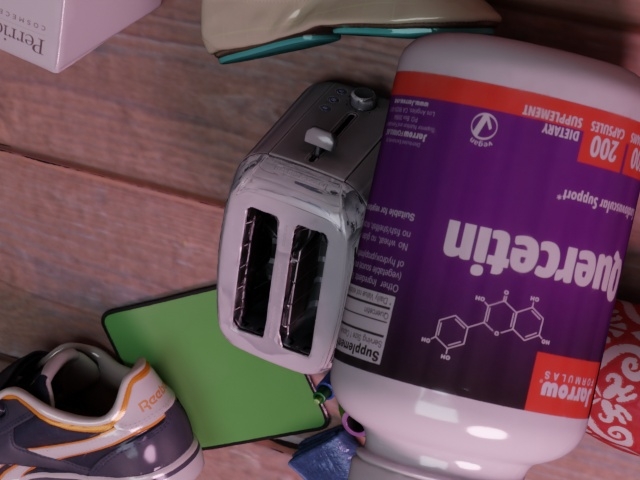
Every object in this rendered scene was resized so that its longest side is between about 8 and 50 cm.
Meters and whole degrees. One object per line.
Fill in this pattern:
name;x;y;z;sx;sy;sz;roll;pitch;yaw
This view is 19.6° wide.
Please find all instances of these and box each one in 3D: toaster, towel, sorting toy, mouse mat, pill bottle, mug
toaster;0.000;0.000;1.412;0.129;0.146;0.227;22;125;18
towel;0.029;0.218;1.592;0.067;0.029;0.119;-29;99;37
sorting toy;0.025;0.128;1.536;0.061;0.042;0.102;9;120;25
mouse mat;-0.094;0.113;1.617;0.190;0.007;0.152;-13;109;35
pill bottle;0.112;0.029;1.268;0.181;0.181;0.323;12;91;23
mug;0.196;0.105;1.387;0.169;0.113;0.150;19;122;23

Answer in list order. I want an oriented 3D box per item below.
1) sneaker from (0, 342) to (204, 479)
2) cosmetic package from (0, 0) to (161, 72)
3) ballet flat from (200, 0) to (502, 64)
sneaker;-0.261;0.162;1.666;0.321;0.126;0.127;-7;115;25
cosmetic package;-0.208;-0.253;1.384;0.151;0.151;0.183;24;125;18
ballet flat;0.015;-0.179;1.353;0.248;0.086;0.086;-3;115;31
